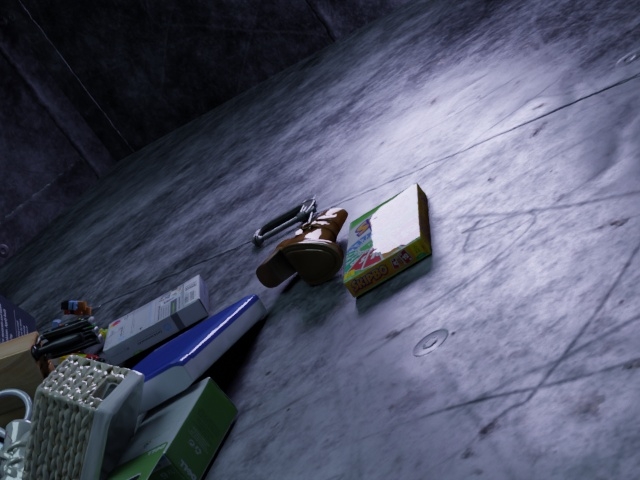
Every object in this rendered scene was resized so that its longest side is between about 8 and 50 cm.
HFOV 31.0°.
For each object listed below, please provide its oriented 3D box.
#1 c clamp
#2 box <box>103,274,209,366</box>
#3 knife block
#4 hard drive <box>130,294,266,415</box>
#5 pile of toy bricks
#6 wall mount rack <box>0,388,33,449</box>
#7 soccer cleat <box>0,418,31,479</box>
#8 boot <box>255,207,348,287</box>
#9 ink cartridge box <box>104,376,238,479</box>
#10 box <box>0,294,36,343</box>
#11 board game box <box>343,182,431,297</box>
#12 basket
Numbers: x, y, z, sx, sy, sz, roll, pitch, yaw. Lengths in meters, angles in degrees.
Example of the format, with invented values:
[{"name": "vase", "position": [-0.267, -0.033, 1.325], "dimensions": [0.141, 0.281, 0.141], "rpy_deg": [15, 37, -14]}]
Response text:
[{"name": "c clamp", "position": [-0.067, -0.031, 2.083], "dimensions": [0.160, 0.022, 0.137], "rpy_deg": [-27, 18, 28]}, {"name": "box", "position": [-0.281, 0.136, 1.982], "dimensions": [0.186, 0.038, 0.145], "rpy_deg": [-28, 15, 1]}, {"name": "knife block", "position": [-0.513, 0.207, 1.947], "dimensions": [0.242, 0.275, 0.088], "rpy_deg": [-63, 10, 12]}, {"name": "hard drive", "position": [-0.212, 0.177, 1.612], "dimensions": [0.210, 0.040, 0.318], "rpy_deg": [-31, 4, 19]}, {"name": "pile of toy bricks", "position": [-0.437, 0.175, 2.157], "dimensions": [0.105, 0.118, 0.212], "rpy_deg": [2, 3, -5]}, {"name": "wall mount rack", "position": [-0.562, 0.359, 1.759], "dimensions": [0.304, 0.130, 0.350], "rpy_deg": [19, 62, 36]}, {"name": "soccer cleat", "position": [-0.386, 0.322, 1.492], "dimensions": [0.116, 0.143, 0.331], "rpy_deg": [-29, 17, 24]}, {"name": "boot", "position": [0.000, 0.000, 1.762], "dimensions": [0.197, 0.073, 0.152], "rpy_deg": [-12, 24, 51]}, {"name": "ink cartridge box", "position": [-0.189, 0.265, 1.392], "dimensions": [0.109, 0.062, 0.209], "rpy_deg": [-29, 17, 29]}, {"name": "box", "position": [-0.748, 0.197, 2.087], "dimensions": [0.293, 0.395, 0.212], "rpy_deg": [-32, 46, 13]}, {"name": "board game box", "position": [0.096, -0.009, 1.653], "dimensions": [0.124, 0.039, 0.259], "rpy_deg": [-31, 13, 14]}, {"name": "basket", "position": [-0.293, 0.239, 1.413], "dimensions": [0.113, 0.103, 0.167], "rpy_deg": [-55, -19, -65]}]
